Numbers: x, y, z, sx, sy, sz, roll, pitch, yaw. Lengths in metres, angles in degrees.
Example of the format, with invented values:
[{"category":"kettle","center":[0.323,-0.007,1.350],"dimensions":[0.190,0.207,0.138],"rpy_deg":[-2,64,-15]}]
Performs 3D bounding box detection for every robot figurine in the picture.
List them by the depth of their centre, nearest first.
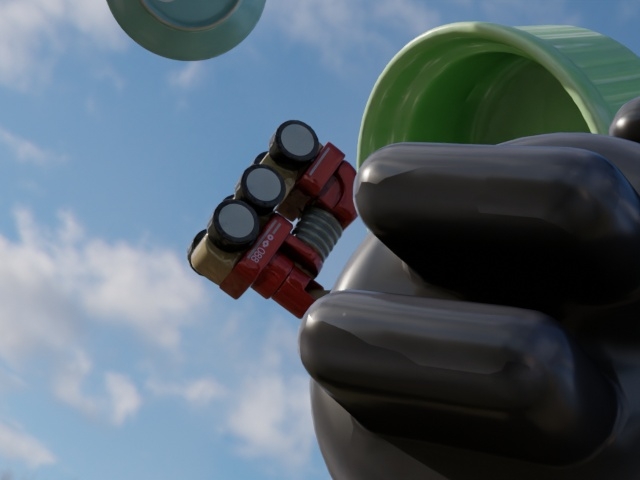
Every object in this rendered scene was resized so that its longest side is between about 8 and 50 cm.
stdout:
[{"category":"robot figurine","center":[0.108,0.069,0.512],"dimensions":[0.278,0.209,0.173],"rpy_deg":[44,9,-46]}]

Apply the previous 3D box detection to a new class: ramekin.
[{"category":"ramekin","center":[0.189,-0.055,1.219],"dimensions":[0.303,0.148,0.303],"rpy_deg":[18,-64,44]}]

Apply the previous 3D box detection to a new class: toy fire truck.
[{"category":"toy fire truck","center":[0.000,0.000,1.593],"dimensions":[0.246,0.217,0.158],"rpy_deg":[38,-32,-4]}]

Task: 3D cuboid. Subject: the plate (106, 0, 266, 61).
[{"category":"plate","center":[-0.146,-0.291,1.457],"dimensions":[0.188,0.188,0.024],"rpy_deg":[36,-13,-13]}]
